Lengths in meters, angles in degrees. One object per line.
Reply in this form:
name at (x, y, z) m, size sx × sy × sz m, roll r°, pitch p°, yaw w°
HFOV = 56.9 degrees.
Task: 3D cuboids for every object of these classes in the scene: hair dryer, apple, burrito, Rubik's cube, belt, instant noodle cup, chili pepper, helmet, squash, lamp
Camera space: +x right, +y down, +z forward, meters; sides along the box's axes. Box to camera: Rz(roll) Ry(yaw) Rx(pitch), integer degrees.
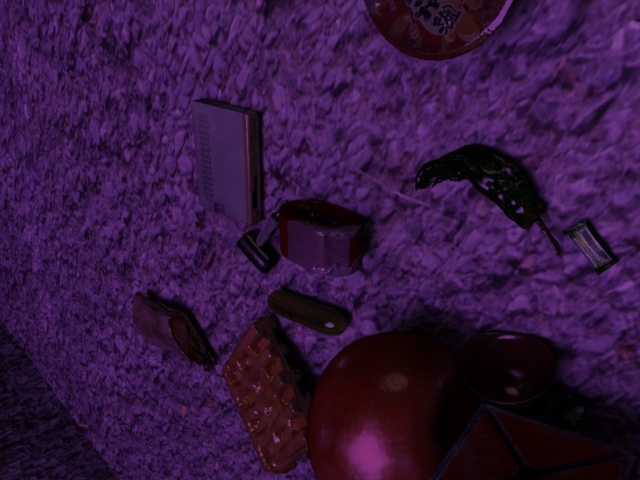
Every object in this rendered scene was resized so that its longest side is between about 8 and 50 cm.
hair dryer at (-0.119, -0.018, 1.383) m, size 0.100 × 0.057 × 0.198 m, roll 45°, pitch 128°, yaw 14°
apple at (0.139, 0.348, 1.115) m, size 0.276 × 0.348 × 0.349 m, roll -11°, pitch 102°, yaw 39°
burrito at (-0.459, 0.268, 1.792) m, size 0.347 × 0.107 × 0.175 m, roll 19°, pitch 135°, yaw 37°
Rubik's cube at (0.311, 0.444, 0.883) m, size 0.254 × 0.259 × 0.260 m, roll 13°, pitch 123°, yaw 36°
belt at (0.000, 0.000, 1.222) m, size 0.200 × 0.128 × 0.124 m, roll 23°, pitch 125°, yaw 37°
instant noodle cup at (0.189, -0.413, 0.879) m, size 0.273 × 0.090 × 0.274 m, roll 19°, pitch 121°, yaw 34°
chili pepper at (0.282, -0.081, 0.976) m, size 0.278 × 0.065 × 0.122 m, roll 35°, pitch 138°, yaw 28°
helmet at (0.330, 0.249, 1.047) m, size 0.175 × 0.155 × 0.106 m, roll 20°, pitch 143°, yaw 42°
squash at (-0.031, 0.168, 1.379) m, size 0.228 × 0.066 × 0.066 m, roll 16°, pitch 120°, yaw 37°
lamp at (0.469, 0.431, 0.979) m, size 0.283 × 0.124 × 0.203 m, roll 41°, pitch 115°, yaw 20°

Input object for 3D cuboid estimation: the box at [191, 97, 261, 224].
box at (-0.223, -0.187, 1.393) m, size 0.210 × 0.045 × 0.271 m, roll 20°, pitch 122°, yaw 35°

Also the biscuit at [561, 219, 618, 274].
biscuit at (0.424, 0.009, 0.923) m, size 0.089 × 0.016 × 0.046 m, roll 55°, pitch 137°, yaw 7°

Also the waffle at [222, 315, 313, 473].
waffle at (-0.133, 0.410, 1.527) m, size 0.348 × 0.077 × 0.304 m, roll 61°, pitch 140°, yaw 23°
